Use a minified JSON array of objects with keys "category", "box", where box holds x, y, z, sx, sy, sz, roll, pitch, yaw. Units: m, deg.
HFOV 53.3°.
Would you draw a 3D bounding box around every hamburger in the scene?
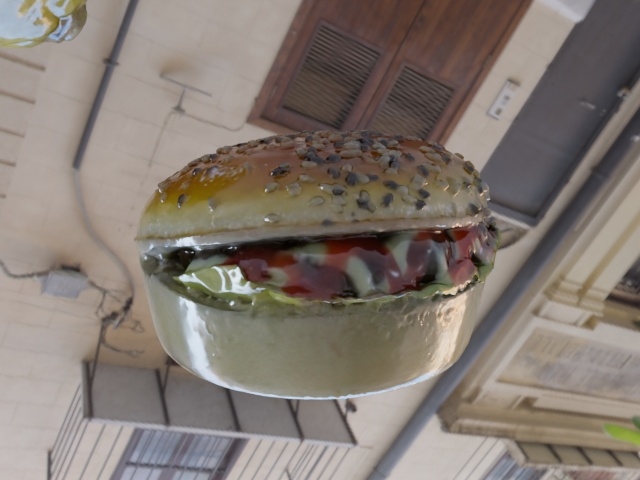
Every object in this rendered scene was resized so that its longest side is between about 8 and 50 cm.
[{"category":"hamburger","box":[0.000,0.000,0.514,0.299,0.176,0.300,-2,-169,0]}]

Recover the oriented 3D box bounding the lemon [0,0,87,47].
[{"category":"lemon","box":[-0.379,-0.356,0.610,0.387,0.349,0.350,42,-164,-25]}]
